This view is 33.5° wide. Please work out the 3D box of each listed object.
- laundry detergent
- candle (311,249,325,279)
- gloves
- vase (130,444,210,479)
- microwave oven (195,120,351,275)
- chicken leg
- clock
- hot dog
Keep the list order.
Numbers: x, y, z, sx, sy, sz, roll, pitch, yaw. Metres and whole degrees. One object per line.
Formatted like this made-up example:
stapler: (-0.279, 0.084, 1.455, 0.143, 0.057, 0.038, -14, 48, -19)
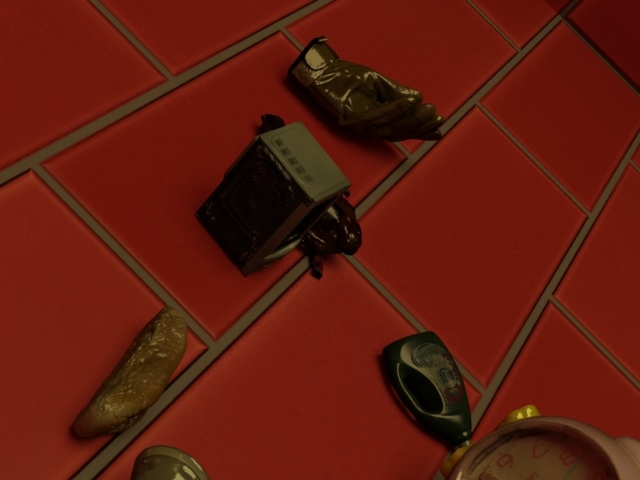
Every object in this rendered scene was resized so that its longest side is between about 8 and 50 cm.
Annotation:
laundry detergent: (0.190, 0.260, 1.781, 0.137, 0.063, 0.211, -6, 62, -41)
candle: (0.000, -0.001, 1.881, 0.026, 0.021, 0.167, 29, 40, -20)
gloves: (0.093, -0.279, 2.134, 0.331, 0.141, 0.154, 32, 12, -1)
vase: (-0.244, 0.366, 1.203, 0.173, 0.173, 0.321, 44, 34, 0)
microwave oven: (-0.081, -0.068, 1.715, 0.162, 0.208, 0.122, 50, 38, 8)
chicken leg: (-0.032, -0.104, 1.893, 0.322, 0.083, 0.177, 45, 35, 12)
clock: (0.358, 0.458, 1.509, 0.250, 0.368, 0.377, 52, 4, -44)
hot dog: (-0.243, 0.185, 1.434, 0.073, 0.084, 0.242, 38, 37, -6)
